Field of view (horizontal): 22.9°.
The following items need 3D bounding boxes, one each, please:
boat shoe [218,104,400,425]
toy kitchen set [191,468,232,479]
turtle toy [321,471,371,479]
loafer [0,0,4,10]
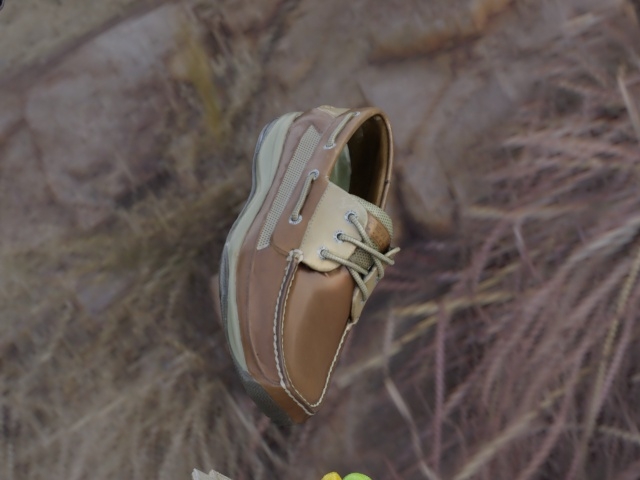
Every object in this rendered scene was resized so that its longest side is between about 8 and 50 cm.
[{"bbox_3d":[0.000,0.000,1.335,0.120,0.122,0.324,-17,45,26],"label":"boat shoe"},{"bbox_3d":[-0.144,0.321,1.883,0.075,0.068,0.083,-48,31,15],"label":"toy kitchen set"},{"bbox_3d":[0.017,0.317,1.832,0.130,0.095,0.066,-37,5,-29],"label":"turtle toy"},{"bbox_3d":[-0.321,-0.315,1.398,0.095,0.302,0.109,20,56,1],"label":"loafer"}]
